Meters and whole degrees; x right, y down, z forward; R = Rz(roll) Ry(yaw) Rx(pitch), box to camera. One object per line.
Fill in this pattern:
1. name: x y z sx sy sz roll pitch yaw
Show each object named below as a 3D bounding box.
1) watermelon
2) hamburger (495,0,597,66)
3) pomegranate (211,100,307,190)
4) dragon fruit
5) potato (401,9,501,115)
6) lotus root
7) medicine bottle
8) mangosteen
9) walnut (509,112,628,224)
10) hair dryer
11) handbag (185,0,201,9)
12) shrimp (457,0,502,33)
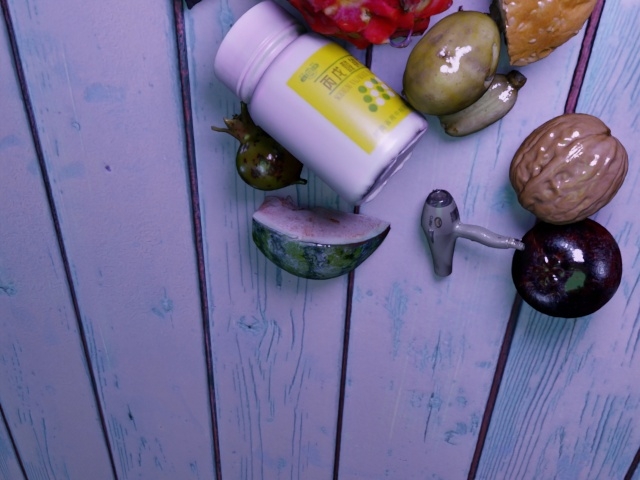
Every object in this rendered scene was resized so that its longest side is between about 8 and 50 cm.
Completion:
1. watermelon: 0.000 0.000 1.416 0.305 0.180 0.224 11 168 4
2. hamburger: 0.371 -0.461 0.984 0.209 0.162 0.329 -13 111 14
3. pomegranate: -0.116 -0.198 1.291 0.156 0.156 0.220 -8 134 20
4. dragon fruit: 0.063 -0.487 0.997 0.371 0.249 0.386 32 138 -5
5. potato: 0.227 -0.302 1.072 0.197 0.228 0.148 -38 93 5
6. lotus root: 0.310 -0.264 1.188 0.183 0.077 0.090 -30 103 31
7. medicine bottle: 0.000 -0.254 1.160 0.379 0.213 0.213 41 124 6
8. mangosteen: 0.513 0.051 1.277 0.216 0.216 0.216 7 124 11
9. walnut: 0.461 -0.132 1.173 0.213 0.213 0.213 7 124 11
10. hair dryer: 0.308 0.014 1.352 0.225 0.088 0.219 33 146 17
11. handbag: -0.210 -0.578 1.123 0.211 0.088 0.254 -12 114 24
12. shrimp: 0.299 -0.422 1.122 0.091 0.025 0.127 21 127 3
